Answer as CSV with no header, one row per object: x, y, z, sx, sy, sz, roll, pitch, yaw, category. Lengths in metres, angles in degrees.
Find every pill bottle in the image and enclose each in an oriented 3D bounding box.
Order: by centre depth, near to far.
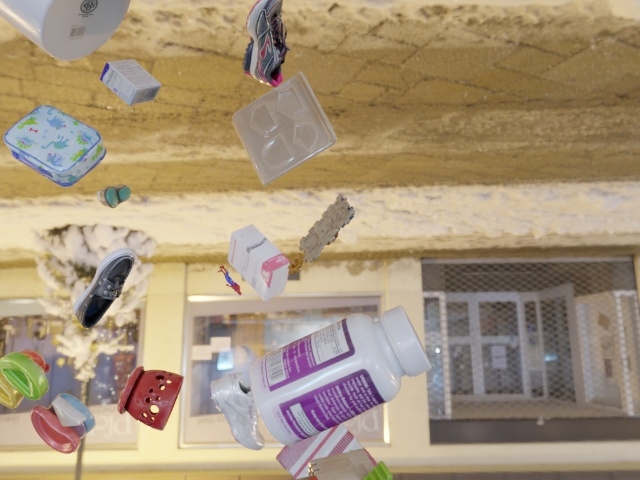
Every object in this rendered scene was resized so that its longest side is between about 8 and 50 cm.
0.039,0.236,0.933,0.302,0.169,0.169,-26,164,7,pill bottle

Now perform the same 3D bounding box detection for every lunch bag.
-0.715,-0.254,1.380,0.219,0.176,0.090,28,150,6,lunch bag

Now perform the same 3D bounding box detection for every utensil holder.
-0.732,-0.708,1.307,0.385,0.327,0.327,40,164,-1,utensil holder

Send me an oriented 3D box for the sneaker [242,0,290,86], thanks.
-0.137,-0.570,1.441,0.112,0.121,0.299,34,150,8,sneaker

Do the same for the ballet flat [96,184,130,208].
-0.666,-0.138,1.622,0.067,0.073,0.206,-4,-172,-1,ballet flat

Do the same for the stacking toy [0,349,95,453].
-0.686,0.379,1.311,0.279,0.309,0.130,-42,-175,40,stacking toy

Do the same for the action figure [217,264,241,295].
-0.288,0.133,1.641,0.030,0.115,0.038,-32,-158,11,action figure

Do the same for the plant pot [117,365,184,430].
-0.575,0.524,1.734,0.174,0.191,0.191,23,165,-6,plant pot

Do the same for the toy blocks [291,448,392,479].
0.033,0.615,1.112,0.261,0.190,0.381,-4,-159,-22,toy blocks

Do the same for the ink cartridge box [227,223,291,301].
-0.273,0.095,2.262,0.117,0.283,0.207,-26,148,-37,ink cartridge box

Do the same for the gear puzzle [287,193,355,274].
0.000,0.000,1.802,0.044,0.339,0.175,34,-166,-29,gear puzzle

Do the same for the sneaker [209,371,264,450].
-0.259,0.600,1.788,0.152,0.305,0.114,-29,-167,0,sneaker

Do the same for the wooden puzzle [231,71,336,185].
-0.140,-0.425,1.976,0.348,0.322,0.080,-30,168,16,wooden puzzle

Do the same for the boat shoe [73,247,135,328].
-0.515,0.120,1.232,0.228,0.076,0.080,-47,147,11,boat shoe

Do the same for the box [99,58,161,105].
-0.625,-0.523,1.690,0.072,0.137,0.126,-48,179,31,box

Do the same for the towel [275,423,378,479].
0.036,0.744,1.703,0.237,0.329,0.037,-43,-175,-26,towel
